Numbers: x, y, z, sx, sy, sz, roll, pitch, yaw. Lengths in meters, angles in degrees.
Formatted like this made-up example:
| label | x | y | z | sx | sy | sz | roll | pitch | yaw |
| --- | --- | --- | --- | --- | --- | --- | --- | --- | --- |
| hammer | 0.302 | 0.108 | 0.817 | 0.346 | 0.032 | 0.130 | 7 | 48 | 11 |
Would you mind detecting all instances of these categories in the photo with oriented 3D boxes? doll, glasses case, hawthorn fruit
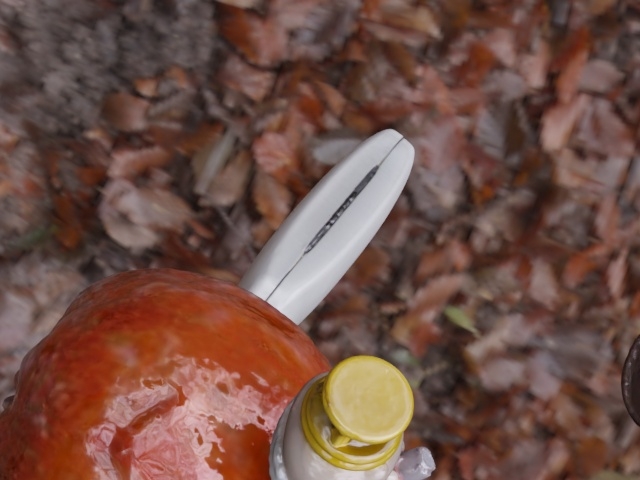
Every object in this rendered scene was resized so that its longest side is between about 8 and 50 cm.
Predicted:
| label | x | y | z | sx | sy | sz | roll | pitch | yaw |
| --- | --- | --- | --- | --- | --- | --- | --- | --- | --- |
| doll | 0.017 | 0.109 | 0.821 | 0.084 | 0.127 | 0.073 | 16 | 57 | -8 |
| glasses case | 0.000 | 0.000 | 1.186 | 0.059 | 0.092 | 0.233 | 38 | 51 | 1 |
| hawthorn fruit | -0.063 | 0.146 | 0.962 | 0.271 | 0.242 | 0.242 | 21 | 95 | 6 |

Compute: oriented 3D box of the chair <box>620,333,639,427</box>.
| label | x | y | z | sx | sy | sz | roll | pitch | yaw |
| --- | --- | --- | --- | --- | --- | --- | --- | --- | --- |
| chair | 0.297 | 0.096 | 0.751 | 0.175 | 0.326 | 0.183 | -37 | 97 | -9 |
